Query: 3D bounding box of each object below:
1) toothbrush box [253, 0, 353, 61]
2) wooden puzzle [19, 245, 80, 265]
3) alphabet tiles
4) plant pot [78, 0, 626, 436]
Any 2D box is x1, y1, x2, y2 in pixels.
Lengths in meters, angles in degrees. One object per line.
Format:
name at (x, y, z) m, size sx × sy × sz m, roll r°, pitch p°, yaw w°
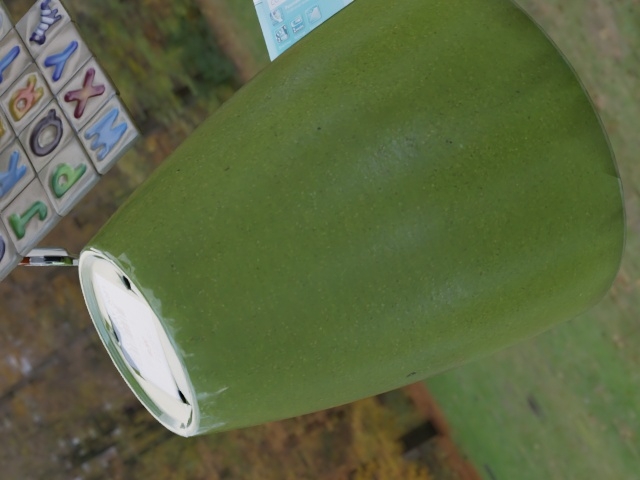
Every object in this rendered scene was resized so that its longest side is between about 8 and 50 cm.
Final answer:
toothbrush box at (0.067, -0.211, 1.385) m, size 0.126 × 0.216 × 0.295 m, roll 13°, pitch -123°, yaw -55°
wooden puzzle at (-0.258, 0.016, 1.310) m, size 0.078 × 0.116 × 0.014 m, roll 40°, pitch -130°, yaw -76°
alphabet tiles at (-0.238, -0.084, 0.993) m, size 0.009 × 0.198 × 0.237 m, roll 26°, pitch -156°, yaw -53°
plant pot at (0.000, 0.000, 0.940) m, size 0.275 × 0.293 × 0.274 m, roll 44°, pitch 151°, yaw 32°
